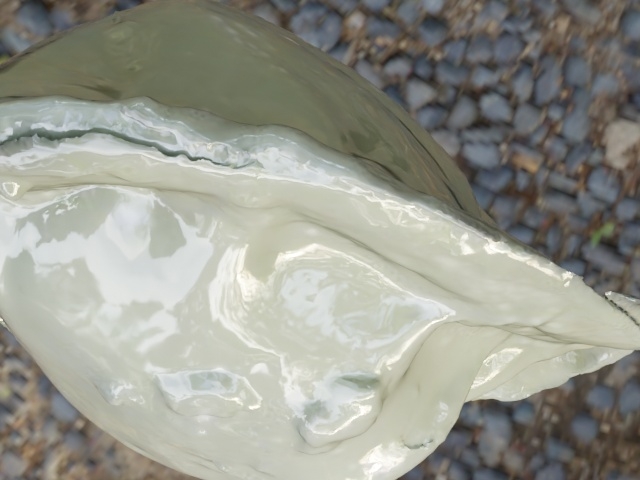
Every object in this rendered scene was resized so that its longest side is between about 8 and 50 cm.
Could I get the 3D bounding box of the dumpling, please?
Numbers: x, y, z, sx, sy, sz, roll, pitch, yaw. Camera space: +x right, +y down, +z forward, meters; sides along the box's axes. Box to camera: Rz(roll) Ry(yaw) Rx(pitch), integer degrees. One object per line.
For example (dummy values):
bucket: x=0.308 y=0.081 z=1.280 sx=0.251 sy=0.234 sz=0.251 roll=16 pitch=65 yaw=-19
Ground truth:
dumpling: x=0.000 y=0.000 z=0.843 sx=0.316 sy=0.395 sz=0.233 roll=5 pitch=73 yaw=23
